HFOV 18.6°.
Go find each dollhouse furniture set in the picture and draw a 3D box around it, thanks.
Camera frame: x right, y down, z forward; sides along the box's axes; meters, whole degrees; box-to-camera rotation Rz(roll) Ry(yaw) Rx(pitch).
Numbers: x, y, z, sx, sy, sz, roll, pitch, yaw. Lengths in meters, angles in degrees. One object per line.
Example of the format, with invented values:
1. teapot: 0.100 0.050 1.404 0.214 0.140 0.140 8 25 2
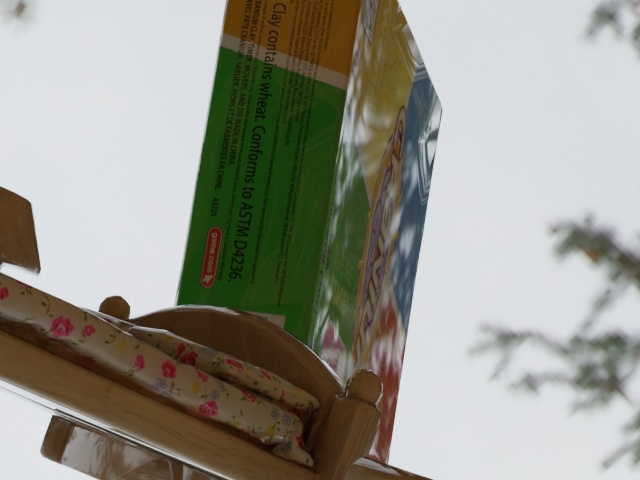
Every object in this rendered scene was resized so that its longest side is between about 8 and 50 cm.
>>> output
1. dollhouse furniture set: -0.128 -0.050 0.562 0.303 0.355 0.174 30 -102 -45

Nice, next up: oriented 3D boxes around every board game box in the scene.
1. board game box: 0.000 0.000 1.019 0.064 0.316 0.242 7 -99 11
